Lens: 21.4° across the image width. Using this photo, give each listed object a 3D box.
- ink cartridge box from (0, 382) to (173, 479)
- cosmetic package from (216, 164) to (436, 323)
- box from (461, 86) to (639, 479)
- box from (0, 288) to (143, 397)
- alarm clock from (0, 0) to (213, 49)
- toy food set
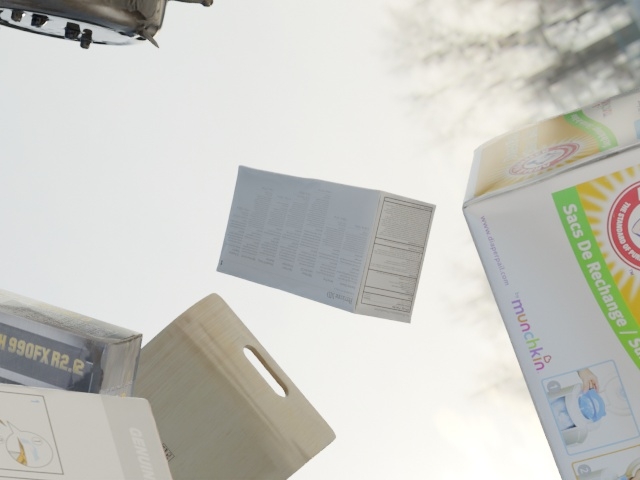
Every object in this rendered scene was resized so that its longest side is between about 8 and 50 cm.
[{"bbox_3d":[-0.164,0.169,0.689,0.261,0.066,0.296,14,-146,-32],"label":"ink cartridge box"},{"bbox_3d":[0.000,0.000,1.392,0.060,0.239,0.099,14,-90,-31],"label":"cosmetic package"},{"bbox_3d":[0.144,0.046,0.738,0.114,0.103,0.203,-62,-48,-73],"label":"box"},{"bbox_3d":[-0.263,0.130,1.313,0.056,0.231,0.183,-15,-62,-67],"label":"box"},{"bbox_3d":[-0.172,-0.155,1.014,0.129,0.192,0.064,13,-91,-66],"label":"alarm clock"},{"bbox_3d":[-0.164,0.238,1.944,0.220,0.306,0.092,50,-164,5],"label":"toy food set"}]
